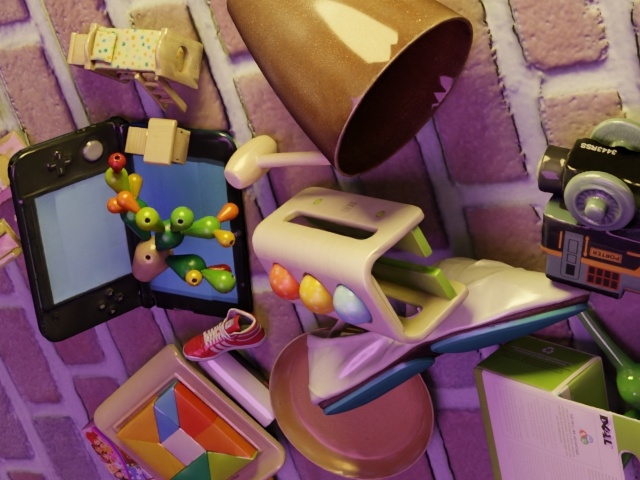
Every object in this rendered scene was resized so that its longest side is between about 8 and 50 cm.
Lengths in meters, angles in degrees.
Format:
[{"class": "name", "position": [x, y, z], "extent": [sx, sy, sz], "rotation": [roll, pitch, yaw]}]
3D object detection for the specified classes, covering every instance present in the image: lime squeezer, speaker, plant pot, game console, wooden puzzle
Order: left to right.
[{"class": "game console", "position": [-0.248, 0.001, 1.734], "extent": [0.173, 0.250, 0.293], "rotation": [29, 133, 44]}, {"class": "wooden puzzle", "position": [-0.196, 0.288, 1.885], "extent": [0.239, 0.044, 0.221], "rotation": [46, 126, -5]}, {"class": "speaker", "position": [-0.109, 0.201, 1.849], "extent": [0.136, 0.055, 0.055], "rotation": [43, 129, -1]}, {"class": "plant pot", "position": [0.013, -0.226, 1.446], "extent": [0.230, 0.215, 0.215], "rotation": [43, 131, 18]}, {"class": "plant pot", "position": [0.045, 0.217, 1.775], "extent": [0.236, 0.032, 0.236], "rotation": [9, 116, 19]}, {"class": "lime squeezer", "position": [0.363, 0.205, 1.595], "extent": [0.110, 0.059, 0.310], "rotation": [1, 120, 28]}]

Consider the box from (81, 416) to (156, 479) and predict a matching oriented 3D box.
[{"class": "box", "position": [-0.211, 0.370, 2.005], "extent": [0.201, 0.057, 0.293], "rotation": [-22, 106, 36]}]

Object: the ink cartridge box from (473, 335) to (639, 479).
[{"class": "ink cartridge box", "position": [0.321, 0.238, 1.559], "extent": [0.255, 0.097, 0.189], "rotation": [14, 126, 45]}]

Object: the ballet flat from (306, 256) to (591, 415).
[{"class": "ballet flat", "position": [0.133, 0.094, 1.597], "extent": [0.400, 0.139, 0.139], "rotation": [-27, 103, 31]}]

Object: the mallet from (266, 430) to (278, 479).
[{"class": "mallet", "position": [-0.068, 0.357, 1.938], "extent": [0.062, 0.039, 0.190], "rotation": [-5, 120, 34]}]

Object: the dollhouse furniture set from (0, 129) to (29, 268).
[{"class": "dollhouse furniture set", "position": [-0.499, -0.067, 1.873], "extent": [0.242, 0.161, 0.212], "rotation": [-33, 101, 16]}]

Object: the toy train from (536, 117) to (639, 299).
[{"class": "toy train", "position": [0.392, -0.011, 1.405], "extent": [0.334, 0.142, 0.190], "rotation": [15, 137, 18]}]

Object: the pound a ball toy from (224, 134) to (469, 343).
[{"class": "pound a ball toy", "position": [0.000, 0.000, 1.544], "extent": [0.319, 0.135, 0.208], "rotation": [15, 142, 59]}]

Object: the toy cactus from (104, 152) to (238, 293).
[{"class": "toy cactus", "position": [-0.198, -0.008, 1.659], "extent": [0.219, 0.112, 0.180], "rotation": [36, 145, -5]}]

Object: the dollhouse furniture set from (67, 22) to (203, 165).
[{"class": "dollhouse furniture set", "position": [-0.258, -0.181, 1.619], "extent": [0.181, 0.101, 0.161], "rotation": [7, 88, 24]}]

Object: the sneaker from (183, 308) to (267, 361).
[{"class": "sneaker", "position": [-0.137, 0.129, 1.791], "extent": [0.118, 0.042, 0.067], "rotation": [-15, 150, 2]}]
